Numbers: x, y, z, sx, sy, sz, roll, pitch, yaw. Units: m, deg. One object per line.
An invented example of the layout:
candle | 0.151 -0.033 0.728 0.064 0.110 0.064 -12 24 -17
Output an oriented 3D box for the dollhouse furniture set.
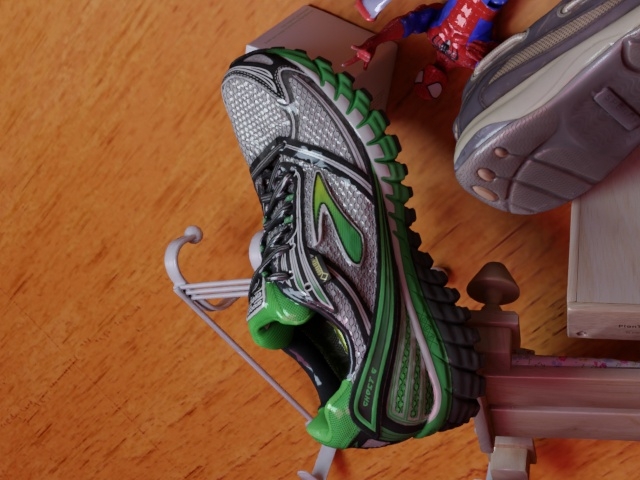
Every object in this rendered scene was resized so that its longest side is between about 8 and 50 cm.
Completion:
dollhouse furniture set | 0.283 0.069 1.270 0.303 0.174 0.355 2 150 12

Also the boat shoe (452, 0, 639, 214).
boat shoe | 0.236 -0.160 1.083 0.355 0.130 0.132 -31 137 22

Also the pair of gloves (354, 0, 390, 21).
pair of gloves | 0.065 -0.273 1.152 0.159 0.023 0.198 -41 49 34

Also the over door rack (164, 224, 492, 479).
over door rack | 0.024 0.102 1.458 0.239 0.108 0.324 -4 129 39

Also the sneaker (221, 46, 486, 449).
sneaker | 0.000 0.000 1.178 0.344 0.146 0.134 65 151 17

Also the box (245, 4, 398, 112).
box | -0.003 -0.135 1.312 0.102 0.101 0.087 27 131 19

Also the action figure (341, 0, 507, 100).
action figure | 0.118 -0.198 1.164 0.091 0.139 0.280 39 136 12
